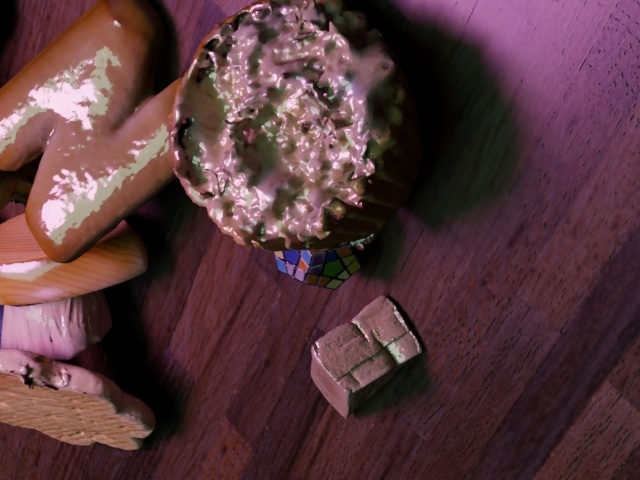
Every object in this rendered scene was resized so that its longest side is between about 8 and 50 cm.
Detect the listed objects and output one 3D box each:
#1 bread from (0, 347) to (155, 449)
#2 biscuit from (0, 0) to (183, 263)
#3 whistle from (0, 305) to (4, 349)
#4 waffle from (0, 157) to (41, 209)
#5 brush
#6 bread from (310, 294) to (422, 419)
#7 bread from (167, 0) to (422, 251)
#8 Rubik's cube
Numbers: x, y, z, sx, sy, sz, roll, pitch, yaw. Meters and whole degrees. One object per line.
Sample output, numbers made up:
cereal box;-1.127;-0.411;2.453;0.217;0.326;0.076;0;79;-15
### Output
bread;-0.370;0.214;1.912;0.316;0.316;0.054;-16;53;49
biscuit;-0.275;-0.138;1.684;0.290;0.062;0.237;-36;78;19
whistle;-0.439;0.140;1.992;0.062;0.062;0.304;18;143;41
waffle;-0.485;-0.122;1.831;0.297;0.317;0.073;31;100;30
brush;-0.326;0.058;1.852;0.266;0.174;0.166;-3;118;33
bread;0.048;0.136;1.591;0.077;0.105;0.152;54;169;12
bread;-0.022;-0.115;1.426;0.274;0.149;0.274;-6;77;27
Rubik's cube;0.000;0.000;1.523;0.093;0.111;0.111;44;141;-15
